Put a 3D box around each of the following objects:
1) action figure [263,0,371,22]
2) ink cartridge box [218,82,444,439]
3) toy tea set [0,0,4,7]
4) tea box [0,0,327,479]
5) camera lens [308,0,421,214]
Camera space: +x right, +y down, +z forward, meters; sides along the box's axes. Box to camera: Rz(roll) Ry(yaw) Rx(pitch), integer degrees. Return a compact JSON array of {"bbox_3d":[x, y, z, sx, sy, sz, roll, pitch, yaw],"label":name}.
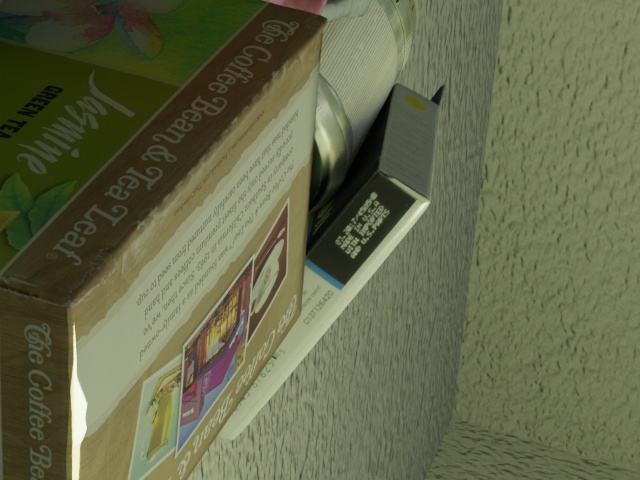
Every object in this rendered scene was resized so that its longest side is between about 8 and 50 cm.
[{"bbox_3d":[-0.126,-0.199,1.285,0.275,0.248,0.370,-36,169,-29],"label":"action figure"},{"bbox_3d":[0.000,0.000,1.709,0.304,0.072,0.307,-52,-169,22],"label":"ink cartridge box"},{"bbox_3d":[-0.167,-0.213,0.904,0.124,0.336,0.200,86,-14,-75],"label":"toy tea set"},{"bbox_3d":[-0.203,-0.001,0.991,0.329,0.323,0.220,-56,156,-54],"label":"tea box"},{"bbox_3d":[-0.043,-0.166,1.640,0.219,0.219,0.274,90,20,-46],"label":"camera lens"}]
